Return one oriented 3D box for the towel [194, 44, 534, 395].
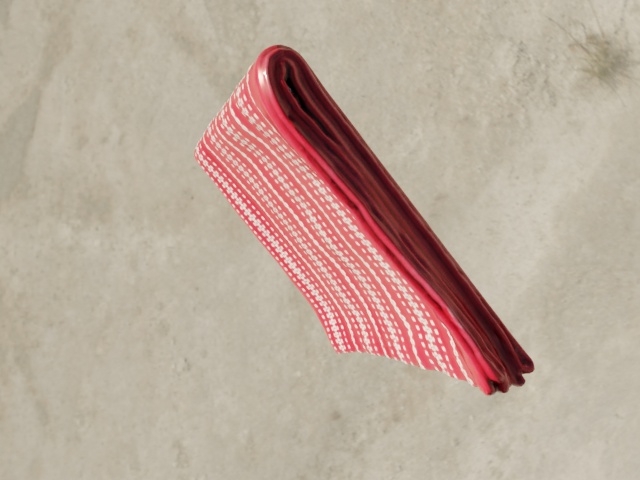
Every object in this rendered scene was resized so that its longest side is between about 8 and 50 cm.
[{"bbox_3d":[0.000,0.000,0.486,0.031,0.275,0.199,-39,97,-14],"label":"towel"}]
